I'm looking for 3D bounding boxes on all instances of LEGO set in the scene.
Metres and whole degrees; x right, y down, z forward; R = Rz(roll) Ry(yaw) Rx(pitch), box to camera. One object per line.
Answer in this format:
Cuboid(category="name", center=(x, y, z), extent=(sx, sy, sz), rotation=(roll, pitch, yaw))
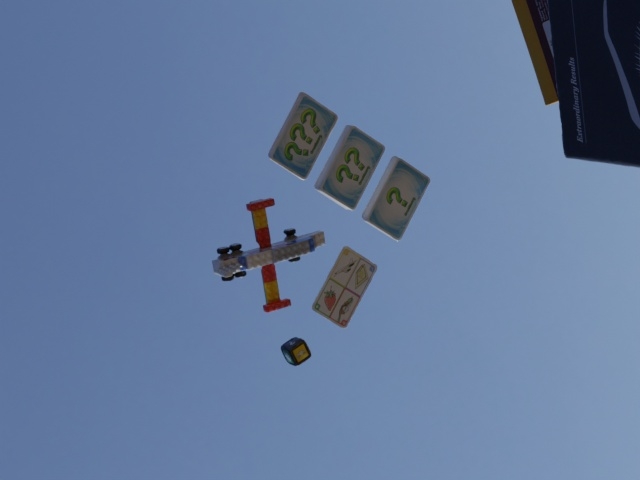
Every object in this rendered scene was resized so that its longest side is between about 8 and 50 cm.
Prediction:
Cuboid(category="LEGO set", center=(0.000, 0.000, 1.595), extent=(0.182, 0.244, 0.060), rotation=(33, 171, -29))

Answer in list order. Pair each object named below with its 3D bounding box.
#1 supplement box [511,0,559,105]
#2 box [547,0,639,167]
Cuboid(category="supplement box", center=(0.344, -0.243, 1.672), extent=(0.191, 0.194, 0.129), rotation=(-18, -90, -44))
Cuboid(category="box", center=(0.263, -0.129, 1.049), extent=(0.108, 0.207, 0.153), rotation=(-27, -63, -37))
